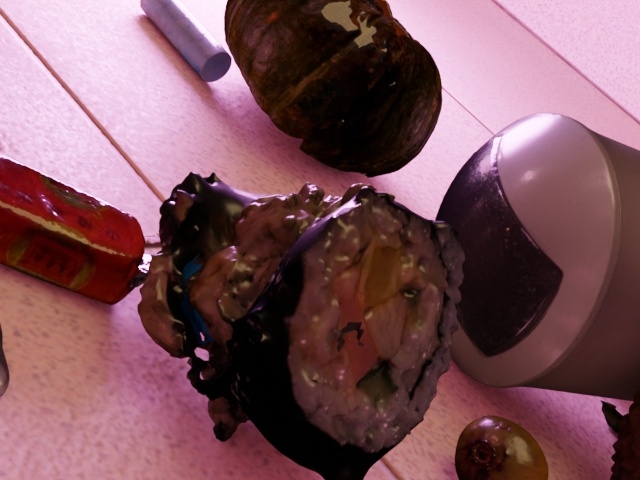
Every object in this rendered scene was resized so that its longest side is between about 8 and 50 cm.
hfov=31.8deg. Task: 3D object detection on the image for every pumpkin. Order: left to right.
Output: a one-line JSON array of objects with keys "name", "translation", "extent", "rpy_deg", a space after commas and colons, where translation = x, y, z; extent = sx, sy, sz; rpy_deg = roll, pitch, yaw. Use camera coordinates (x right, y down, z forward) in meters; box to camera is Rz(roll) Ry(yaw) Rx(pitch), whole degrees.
[{"name": "pumpkin", "translation": [0.015, -0.227, 1.406], "extent": [0.320, 0.192, 0.320], "rpy_deg": [43, 17, -16]}]

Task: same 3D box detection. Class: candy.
[{"name": "candy", "translation": [-0.218, -0.010, 0.885], "extent": [0.292, 0.059, 0.086], "rpy_deg": [24, 29, -22]}]

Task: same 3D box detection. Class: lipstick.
[{"name": "lipstick", "translation": [-0.174, -0.267, 1.439], "extent": [0.048, 0.048, 0.158], "rpy_deg": [3, 39, -51]}]

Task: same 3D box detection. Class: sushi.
[{"name": "sushi", "translation": [-0.023, 0.054, 0.862], "extent": [0.219, 0.225, 0.238], "rpy_deg": [16, -28, 30]}]

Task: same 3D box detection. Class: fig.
[{"name": "fig", "translation": [0.165, 0.202, 0.984], "extent": [0.084, 0.082, 0.098], "rpy_deg": [10, -17, 43]}]

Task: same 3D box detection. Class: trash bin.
[{"name": "trash bin", "translation": [0.324, 0.039, 1.192], "extent": [0.432, 0.280, 0.280], "rpy_deg": [14, 31, -27]}]

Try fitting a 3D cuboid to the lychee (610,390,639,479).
[{"name": "lychee", "translation": [0.387, 0.231, 1.022], "extent": [0.271, 0.271, 0.271], "rpy_deg": [29, 24, -14]}]

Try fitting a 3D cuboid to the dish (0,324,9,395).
[{"name": "dish", "translation": [-0.299, 0.020, 0.699], "extent": [0.246, 0.078, 0.224], "rpy_deg": [19, 27, -33]}]

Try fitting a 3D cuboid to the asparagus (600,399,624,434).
[{"name": "asparagus", "translation": [0.354, 0.219, 1.260], "extent": [0.108, 0.021, 0.025], "rpy_deg": [40, 20, 13]}]
